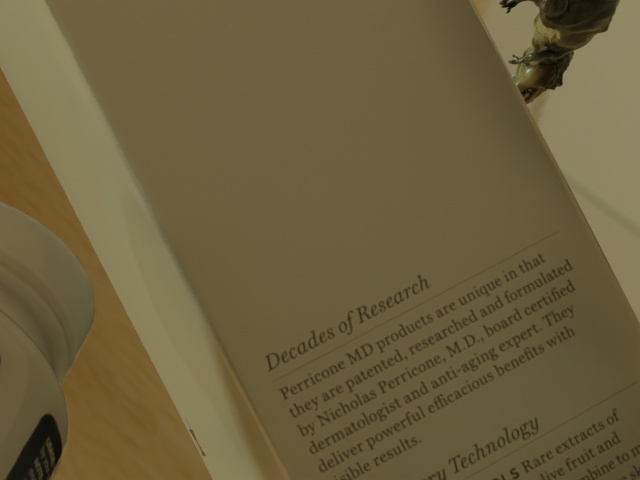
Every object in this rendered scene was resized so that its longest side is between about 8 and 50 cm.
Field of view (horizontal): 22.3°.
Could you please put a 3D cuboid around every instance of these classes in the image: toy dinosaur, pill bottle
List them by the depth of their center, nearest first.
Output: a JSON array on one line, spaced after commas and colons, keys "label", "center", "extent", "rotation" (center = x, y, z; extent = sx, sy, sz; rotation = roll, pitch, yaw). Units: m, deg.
[{"label": "pill bottle", "center": [-0.144, 0.072, 0.525], "extent": [0.180, 0.108, 0.108], "rotation": [-66, -12, -45]}, {"label": "toy dinosaur", "center": [0.165, -0.169, 1.130], "extent": [0.118, 0.064, 0.268], "rotation": [8, -17, -16]}]

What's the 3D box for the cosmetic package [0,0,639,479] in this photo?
[{"label": "cosmetic package", "center": [0.000, 0.000, 0.666], "extent": [0.155, 0.365, 0.197], "rotation": [-28, -3, -14]}]
